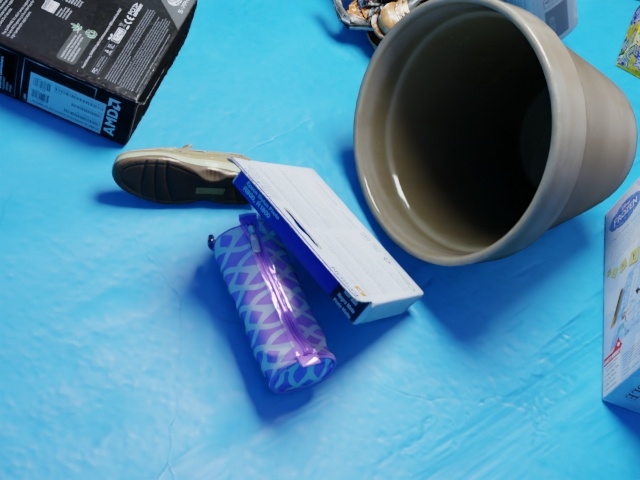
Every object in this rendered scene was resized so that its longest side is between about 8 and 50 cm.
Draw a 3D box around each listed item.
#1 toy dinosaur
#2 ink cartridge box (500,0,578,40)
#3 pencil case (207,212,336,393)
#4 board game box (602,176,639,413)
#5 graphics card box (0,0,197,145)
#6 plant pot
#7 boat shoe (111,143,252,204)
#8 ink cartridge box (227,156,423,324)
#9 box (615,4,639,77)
[{"bbox_3d":[0.132,-0.330,1.542,0.218,0.164,0.322,-22,101,-17],"label":"toy dinosaur"},{"bbox_3d":[0.237,-0.501,1.590,0.091,0.308,0.385,-36,67,3],"label":"ink cartridge box"},{"bbox_3d":[-0.052,0.069,1.178,0.086,0.088,0.206,-12,61,-27],"label":"pencil case"},{"bbox_3d":[0.454,0.002,1.282,0.066,0.318,0.318,20,51,-8],"label":"board game box"},{"bbox_3d":[-0.364,-0.291,1.321,0.371,0.094,0.233,22,49,-4],"label":"graphics card box"},{"bbox_3d":[0.248,-0.135,1.340,0.280,0.323,0.323,-3,54,-43],"label":"plant pot"},{"bbox_3d":[-0.163,-0.086,1.274,0.190,0.068,0.072,8,39,-29],"label":"boat shoe"},{"bbox_3d":[0.000,0.000,1.205,0.223,0.045,0.224,49,17,17],"label":"ink cartridge box"},{"bbox_3d":[0.545,-0.346,1.748,0.054,0.059,0.169,30,50,-1],"label":"box"}]
